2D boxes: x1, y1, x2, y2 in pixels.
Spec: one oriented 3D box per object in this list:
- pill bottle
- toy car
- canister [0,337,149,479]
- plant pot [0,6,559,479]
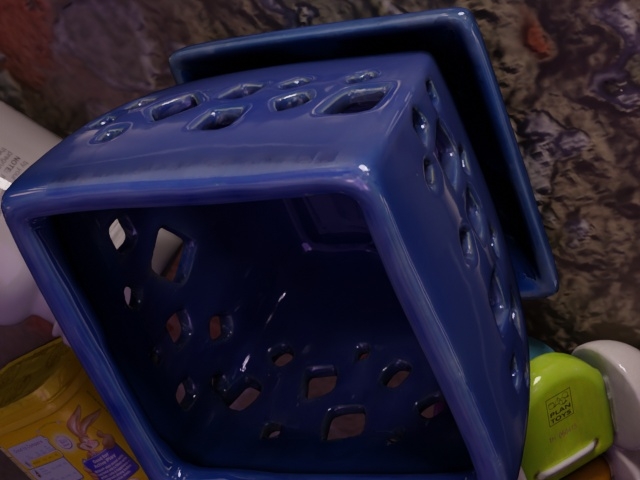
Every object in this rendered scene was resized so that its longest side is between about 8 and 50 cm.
[{"bbox_3d":[-0.215,-0.018,1.055,0.229,0.131,0.131,32,135,-2],"label":"pill bottle"},{"bbox_3d":[0.133,0.136,1.025,0.136,0.159,0.182,40,150,46],"label":"toy car"},{"bbox_3d":[-0.178,0.164,1.233,0.126,0.073,0.170,-25,115,39],"label":"canister"},{"bbox_3d":[0.000,0.000,0.907,0.236,0.212,0.236,-4,126,30],"label":"plant pot"}]
